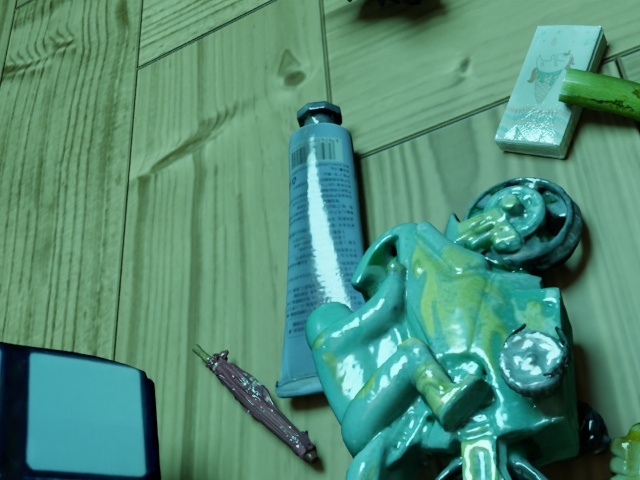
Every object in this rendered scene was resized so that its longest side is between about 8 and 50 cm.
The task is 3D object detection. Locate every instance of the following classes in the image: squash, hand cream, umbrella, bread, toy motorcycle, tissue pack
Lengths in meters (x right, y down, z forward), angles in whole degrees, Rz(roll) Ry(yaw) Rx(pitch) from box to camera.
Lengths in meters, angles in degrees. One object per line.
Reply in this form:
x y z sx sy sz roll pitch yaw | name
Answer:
0.216 -0.102 0.581 0.083 0.027 0.027 17 74 17 | squash
0.000 0.000 0.663 0.088 0.055 0.255 -12 61 18 | hand cream
-0.054 0.125 0.644 0.165 0.025 0.027 34 111 41 | umbrella
0.190 0.148 0.465 0.049 0.034 0.087 -19 50 42 | bread
0.074 0.078 0.526 0.198 0.109 0.296 -9 48 22 | toy motorcycle
0.179 -0.117 0.629 0.056 0.023 0.108 12 72 36 | tissue pack

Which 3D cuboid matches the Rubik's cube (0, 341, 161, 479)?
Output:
-0.283 0.238 0.516 0.288 0.294 0.283 -43 47 33 | Rubik's cube

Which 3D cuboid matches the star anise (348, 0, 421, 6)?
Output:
0.096 -0.315 0.728 0.219 0.148 0.227 17 83 -5 | star anise
